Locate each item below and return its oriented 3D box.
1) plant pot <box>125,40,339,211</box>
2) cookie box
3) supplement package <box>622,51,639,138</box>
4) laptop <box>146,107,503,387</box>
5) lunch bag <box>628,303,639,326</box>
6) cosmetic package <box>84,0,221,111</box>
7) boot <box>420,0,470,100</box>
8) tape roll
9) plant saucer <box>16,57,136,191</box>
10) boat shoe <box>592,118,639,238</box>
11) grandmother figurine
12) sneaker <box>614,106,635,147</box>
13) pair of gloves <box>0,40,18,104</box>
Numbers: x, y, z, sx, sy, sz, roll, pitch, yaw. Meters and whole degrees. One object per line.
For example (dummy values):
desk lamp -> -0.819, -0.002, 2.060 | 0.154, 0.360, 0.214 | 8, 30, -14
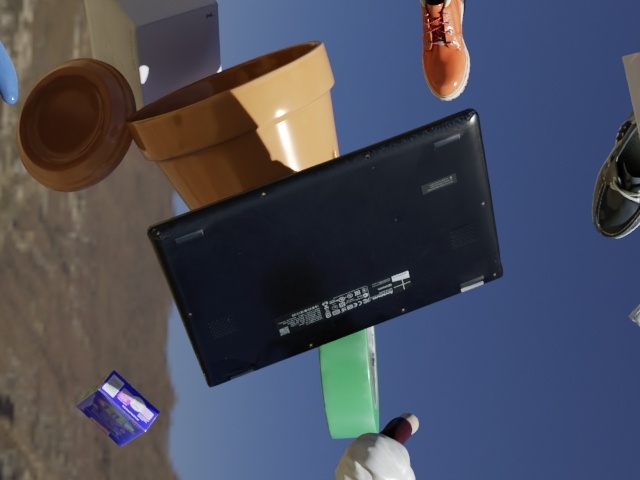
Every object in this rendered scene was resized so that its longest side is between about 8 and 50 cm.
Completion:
plant pot -> -0.098, -0.128, 1.829 | 0.291, 0.290, 0.203 | -135, -157, -75
cookie box -> -0.289, 0.240, 1.884 | 0.040, 0.092, 0.107 | -51, -171, -34
supplement package -> 0.589, -0.172, 1.962 | 0.145, 0.204, 0.262 | -17, 95, -60
laptop -> 0.000, 0.000, 1.627 | 0.236, 0.382, 0.408 | -117, -172, -46
lunch bag -> 0.494, 0.103, 1.921 | 0.071, 0.083, 0.053 | -52, -147, 12
cosmetic package -> -0.256, -0.310, 2.014 | 0.225, 0.138, 0.224 | 51, -27, 37
boot -> 0.144, -0.251, 1.607 | 0.084, 0.059, 0.158 | 19, 67, -71
tape roll -> 0.044, 0.153, 2.110 | 0.321, 0.077, 0.321 | -5, 90, -86
plant saucer -> -0.357, -0.169, 1.899 | 0.037, 0.200, 0.200 | 29, 58, -62
boat shoe -> 0.533, -0.125, 2.240 | 0.091, 0.114, 0.303 | -42, 152, -58
grandmother figurine -> 0.064, 0.303, 1.620 | 0.342, 0.104, 0.208 | 80, 21, -71
sneaker -> 0.585, -0.189, 2.415 | 0.106, 0.078, 0.234 | 90, 22, -47
pair of gloves -> -0.346, -0.157, 1.089 | 0.023, 0.198, 0.159 | -141, -122, -82
